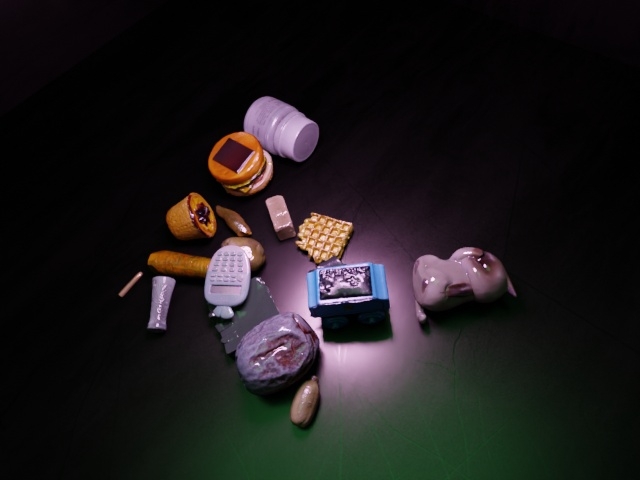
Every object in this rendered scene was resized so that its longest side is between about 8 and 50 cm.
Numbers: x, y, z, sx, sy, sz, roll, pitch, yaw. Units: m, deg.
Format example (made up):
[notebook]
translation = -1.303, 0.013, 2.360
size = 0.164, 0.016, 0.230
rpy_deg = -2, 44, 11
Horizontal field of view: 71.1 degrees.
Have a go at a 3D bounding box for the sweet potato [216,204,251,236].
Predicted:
[sweet potato]
translation = -0.404, -0.098, 2.021
size = 0.077, 0.077, 0.244
rpy_deg = -42, 64, -15

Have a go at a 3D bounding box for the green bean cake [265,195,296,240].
[green bean cake]
translation = -0.174, -0.099, 1.966
size = 0.085, 0.109, 0.179
rpy_deg = -19, 58, -2

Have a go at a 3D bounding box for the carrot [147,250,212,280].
[carrot]
translation = -0.581, 0.108, 1.908
size = 0.302, 0.114, 0.114
rpy_deg = 6, 61, 10

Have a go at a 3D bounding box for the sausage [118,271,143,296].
[sausage]
translation = -0.824, 0.190, 1.949
size = 0.024, 0.024, 0.132
rpy_deg = 29, 69, 23

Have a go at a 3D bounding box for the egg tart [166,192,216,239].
[egg tart]
translation = -0.566, -0.092, 1.982
size = 0.171, 0.215, 0.215
rpy_deg = -22, 58, 14

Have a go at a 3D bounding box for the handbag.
[handbag]
translation = -0.297, 0.301, 1.771
size = 0.260, 0.079, 0.247
rpy_deg = -27, 59, -6

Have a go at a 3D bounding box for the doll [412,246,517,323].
[doll]
translation = 0.508, 0.146, 1.658
size = 0.370, 0.226, 0.215
rpy_deg = -18, 24, 3

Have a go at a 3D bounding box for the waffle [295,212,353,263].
[waffle]
translation = 0.000, 0.000, 1.911
size = 0.229, 0.057, 0.219
rpy_deg = 15, 64, 18

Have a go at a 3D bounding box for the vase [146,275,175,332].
[vase]
translation = -0.659, 0.265, 1.843
size = 0.096, 0.096, 0.219
rpy_deg = -4, 62, 6

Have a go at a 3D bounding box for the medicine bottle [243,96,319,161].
[medicine bottle]
translation = -0.185, -0.525, 2.137
size = 0.306, 0.245, 0.245
rpy_deg = 32, 69, 23

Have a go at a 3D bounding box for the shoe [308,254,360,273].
[shoe]
translation = 0.069, 0.109, 1.811
size = 0.241, 0.108, 0.093
rpy_deg = -6, 59, -3

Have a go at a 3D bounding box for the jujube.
[jujube]
translation = -0.152, 0.399, 1.607
size = 0.308, 0.215, 0.246
rpy_deg = -22, 82, -13

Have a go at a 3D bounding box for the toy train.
[toy train]
translation = 0.098, 0.205, 1.657
size = 0.300, 0.265, 0.188
rpy_deg = -8, 59, 6

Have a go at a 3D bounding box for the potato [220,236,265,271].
[potato]
translation = -0.332, 0.062, 1.887
size = 0.200, 0.137, 0.154
rpy_deg = 0, 87, 10

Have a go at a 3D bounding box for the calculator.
[calculator]
translation = -0.366, 0.163, 1.772
size = 0.184, 0.042, 0.295
rpy_deg = 1, 74, 11

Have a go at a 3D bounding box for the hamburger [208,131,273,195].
[hamburger]
translation = -0.357, -0.342, 2.069
size = 0.291, 0.225, 0.291
rpy_deg = -6, 64, 12

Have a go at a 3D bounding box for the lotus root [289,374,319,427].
[lotus root]
translation = -0.048, 0.561, 1.573
size = 0.077, 0.090, 0.183
rpy_deg = -2, 53, 40
